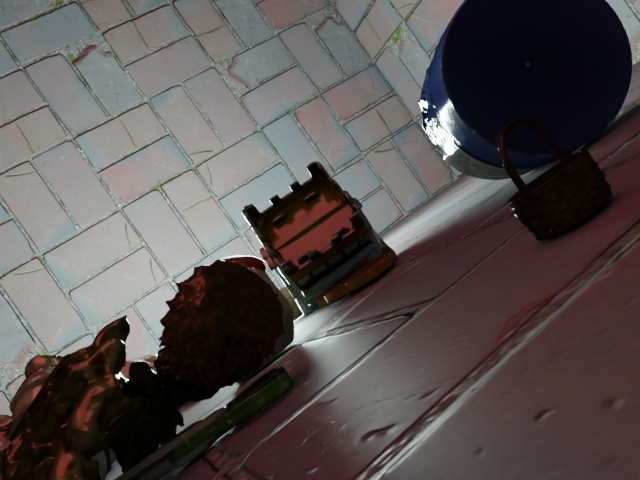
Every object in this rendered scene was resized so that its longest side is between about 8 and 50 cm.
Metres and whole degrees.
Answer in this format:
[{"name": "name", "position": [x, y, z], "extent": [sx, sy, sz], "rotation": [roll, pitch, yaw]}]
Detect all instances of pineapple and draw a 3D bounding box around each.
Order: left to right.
[{"name": "pineapple", "position": [-0.148, 0.136, 0.637], "extent": [0.277, 0.119, 0.130], "rotation": [-46, 9, 30]}]

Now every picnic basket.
[{"name": "picnic basket", "position": [0.155, -0.049, 0.430], "extent": [0.072, 0.083, 0.072], "rotation": [-35, 0, 0]}]

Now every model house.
[{"name": "model house", "position": [0.000, 0.000, 1.192], "extent": [0.224, 0.198, 0.215], "rotation": [-36, -40, -2]}]

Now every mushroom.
[{"name": "mushroom", "position": [-0.415, 0.298, 0.987], "extent": [0.254, 0.189, 0.195], "rotation": [-32, 34, -3]}]

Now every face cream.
[{"name": "face cream", "position": [0.275, -0.220, 0.883], "extent": [0.249, 0.249, 0.225], "rotation": [-35, -4, -3]}]

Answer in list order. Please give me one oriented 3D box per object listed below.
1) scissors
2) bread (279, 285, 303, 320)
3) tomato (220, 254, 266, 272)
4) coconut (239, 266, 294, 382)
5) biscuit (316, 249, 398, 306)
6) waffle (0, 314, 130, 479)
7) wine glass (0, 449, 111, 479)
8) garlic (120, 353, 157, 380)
[{"name": "scissors", "position": [-0.115, 0.180, 0.547], "extent": [0.204, 0.027, 0.101], "rotation": [-33, -6, -19]}, {"name": "bread", "position": [-0.017, 0.104, 1.372], "extent": [0.105, 0.077, 0.152], "rotation": [-37, -5, 30]}, {"name": "tomato", "position": [-0.178, 0.124, 1.197], "extent": [0.140, 0.200, 0.233], "rotation": [8, -8, -4]}, {"name": "coconut", "position": [-0.128, 0.116, 0.907], "extent": [0.161, 0.162, 0.161], "rotation": [-35, 0, 0]}, {"name": "biscuit", "position": [0.067, 0.065, 1.047], "extent": [0.184, 0.027, 0.133], "rotation": [-34, -1, 37]}, {"name": "waffle", "position": [-0.241, 0.189, 0.535], "extent": [0.223, 0.054, 0.204], "rotation": [-43, 35, 32]}, {"name": "wine glass", "position": [-0.354, 0.309, 0.779], "extent": [0.183, 0.122, 0.122], "rotation": [-30, 2, 37]}, {"name": "garlic", "position": [-0.409, 0.322, 1.264], "extent": [0.228, 0.110, 0.217], "rotation": [-57, -9, -4]}]
